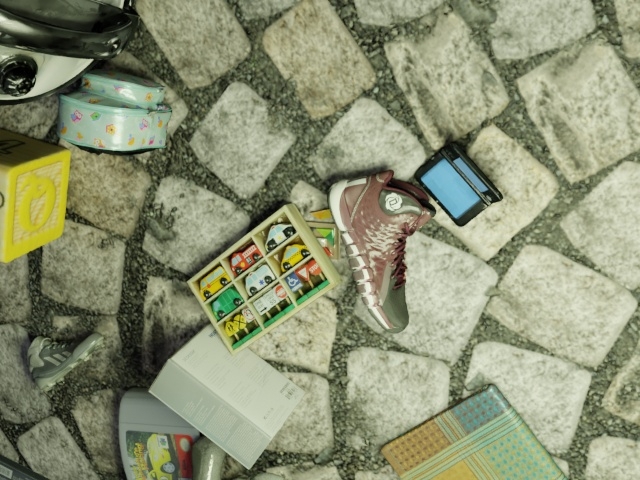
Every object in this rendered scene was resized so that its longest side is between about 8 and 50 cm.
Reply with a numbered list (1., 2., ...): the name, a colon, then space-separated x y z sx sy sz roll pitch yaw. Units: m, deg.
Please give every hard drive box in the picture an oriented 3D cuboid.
1. hard drive box: -0.168 0.279 1.590 0.232 0.181 0.089 38 116 5

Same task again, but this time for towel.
1. towel: 0.317 0.464 1.562 0.271 0.040 0.370 -36 91 24

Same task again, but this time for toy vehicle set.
1. toy vehicle set: -0.105 0.074 1.562 0.267 0.035 0.166 -37 84 27

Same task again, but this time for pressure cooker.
1. pressure cooker: -0.499 -0.417 1.329 0.420 0.370 0.375 47 160 25

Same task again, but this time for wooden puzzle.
1. wooden puzzle: 0.000 0.000 1.531 0.078 0.014 0.116 -1 107 20

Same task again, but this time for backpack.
1. backpack: -0.361 -0.219 1.489 0.165 0.188 0.144 17 112 14

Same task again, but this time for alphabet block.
1. alphabet block: -0.611 -0.093 1.616 0.197 0.193 0.192 18 114 13

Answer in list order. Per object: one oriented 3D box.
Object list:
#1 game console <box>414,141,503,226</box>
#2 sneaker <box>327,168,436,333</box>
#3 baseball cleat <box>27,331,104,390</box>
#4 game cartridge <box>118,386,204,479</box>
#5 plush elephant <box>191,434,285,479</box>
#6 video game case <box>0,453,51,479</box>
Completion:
1. game console: 0.222 -0.088 1.395 0.071 0.107 0.122 -43 91 -3
2. sneaker: 0.131 0.012 1.442 0.162 0.106 0.281 -20 99 21
3. baseball cleat: -0.534 0.227 1.763 0.206 0.072 0.109 -38 86 22
4. game cartridge: -0.314 0.444 1.768 0.196 0.060 0.294 0 107 24
5. plush elephant: -0.108 0.564 1.636 0.272 0.255 0.330 3 78 51
6. video game case: -0.681 0.641 1.976 0.196 0.026 0.274 23 114 11
